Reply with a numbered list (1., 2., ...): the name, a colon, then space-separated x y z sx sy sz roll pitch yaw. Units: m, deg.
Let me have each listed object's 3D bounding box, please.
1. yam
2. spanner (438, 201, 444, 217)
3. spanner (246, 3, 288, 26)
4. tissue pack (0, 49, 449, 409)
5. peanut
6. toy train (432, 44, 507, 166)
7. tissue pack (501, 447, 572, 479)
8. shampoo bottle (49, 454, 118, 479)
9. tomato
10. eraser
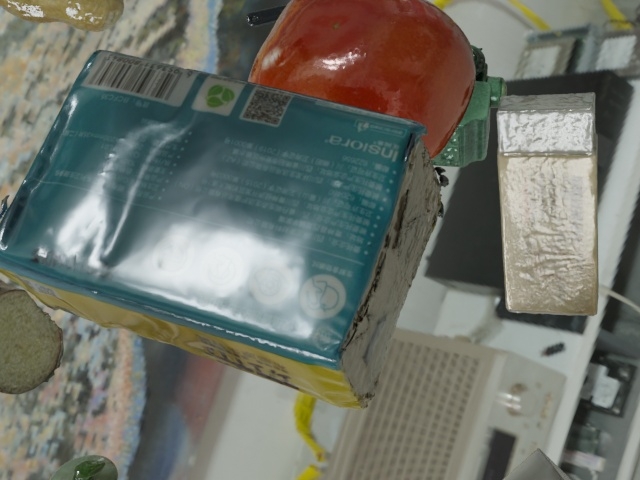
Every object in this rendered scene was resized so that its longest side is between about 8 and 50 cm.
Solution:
1. yam: -0.429 0.096 1.129 0.238 0.128 0.129 14 114 40
2. spanner: 0.113 -0.084 1.972 0.316 0.024 0.087 17 57 29
3. spanner: -0.032 -0.404 1.597 0.046 0.209 0.012 67 160 10
4. tissue pack: -0.066 -0.010 0.675 0.271 0.134 0.192 16 71 18
5. peanut: -0.476 -0.438 1.650 0.101 0.263 0.117 -62 -22 -57
6. toy train: 0.197 -0.256 1.758 0.299 0.167 0.238 5 57 13
7. tissue pack: 0.343 0.437 1.271 0.136 0.159 0.246 -43 34 5
8. shampoo bottle: -0.397 0.421 1.541 0.087 0.118 0.234 59 150 23
9. tomato: 0.039 -0.179 1.033 0.260 0.180 0.259 -11 56 16
10. eraser: 0.342 -0.049 1.385 0.144 0.343 0.078 1 30 18
